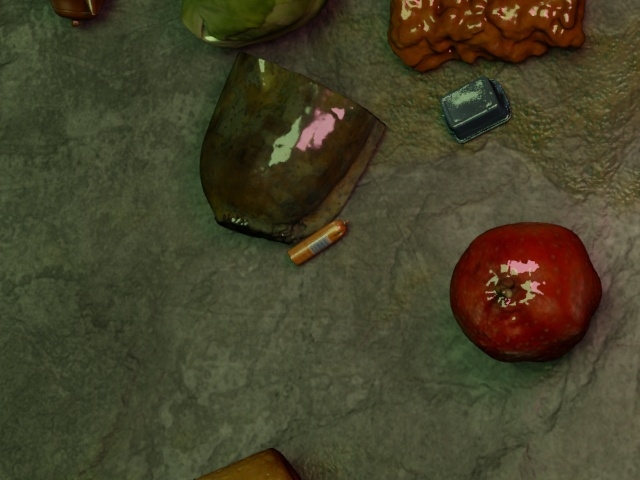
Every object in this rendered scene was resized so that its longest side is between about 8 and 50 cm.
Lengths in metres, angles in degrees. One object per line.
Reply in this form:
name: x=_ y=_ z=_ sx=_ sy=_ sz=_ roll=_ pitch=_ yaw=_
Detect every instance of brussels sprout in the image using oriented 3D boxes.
brussels sprout: x=-0.097 y=-0.419 z=2.059 sx=0.271 sy=0.210 sz=0.219 roll=-42 pitch=60 yaw=26

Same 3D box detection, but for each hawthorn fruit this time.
hawthorn fruit: x=0.271 y=0.067 z=1.761 sx=0.205 sy=0.253 sz=0.205 roll=-4 pitch=79 yaw=19

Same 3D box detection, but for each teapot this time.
teapot: x=-0.421 y=-0.423 z=2.250 sx=0.173 sy=0.116 sz=0.116 roll=27 pitch=89 yaw=52

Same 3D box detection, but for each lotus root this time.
lotus root: x=-0.086 y=-0.133 z=2.019 sx=0.267 sy=0.149 sz=0.260 roll=28 pitch=89 yaw=28

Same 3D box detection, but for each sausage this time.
sausage: x=0.000 y=0.000 z=2.013 sx=0.107 sy=0.031 sz=0.031 roll=-33 pitch=68 yaw=12

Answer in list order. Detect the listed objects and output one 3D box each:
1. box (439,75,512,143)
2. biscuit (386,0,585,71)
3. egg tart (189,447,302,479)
box: x=0.227 y=-0.198 z=1.949 sx=0.099 sy=0.054 sz=0.074 roll=-26 pitch=71 yaw=15
biscuit: x=0.249 y=-0.420 z=1.960 sx=0.312 sy=0.110 sz=0.318 roll=-1 pitch=78 yaw=25
egg tart: x=-0.088 y=0.391 z=1.885 sx=0.147 sy=0.202 sz=0.202 roll=-36 pitch=67 yaw=-2
